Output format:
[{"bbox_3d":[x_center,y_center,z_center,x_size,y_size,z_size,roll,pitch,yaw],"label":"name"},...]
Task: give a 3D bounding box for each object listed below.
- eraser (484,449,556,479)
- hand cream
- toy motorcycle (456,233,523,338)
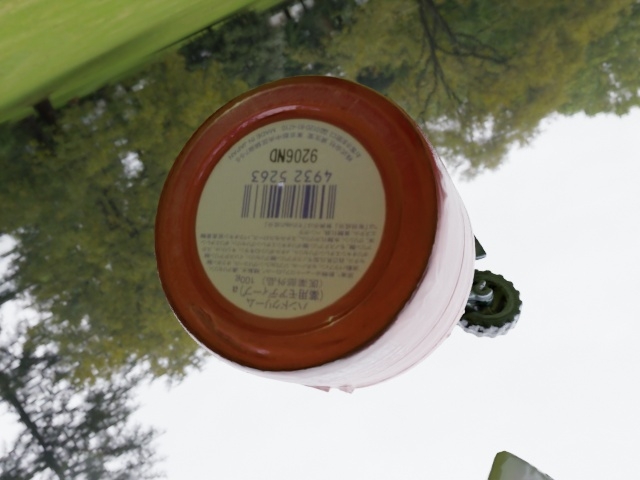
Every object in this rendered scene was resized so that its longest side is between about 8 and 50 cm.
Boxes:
[{"bbox_3d":[0.030,0.300,0.267,0.082,0.213,0.397,18,-124,15],"label":"eraser"},{"bbox_3d":[0.000,0.000,0.486,0.193,0.193,0.125,-22,162,13],"label":"hand cream"},{"bbox_3d":[0.102,0.019,0.846,0.159,0.106,0.270,-23,-130,-14],"label":"toy motorcycle"}]
